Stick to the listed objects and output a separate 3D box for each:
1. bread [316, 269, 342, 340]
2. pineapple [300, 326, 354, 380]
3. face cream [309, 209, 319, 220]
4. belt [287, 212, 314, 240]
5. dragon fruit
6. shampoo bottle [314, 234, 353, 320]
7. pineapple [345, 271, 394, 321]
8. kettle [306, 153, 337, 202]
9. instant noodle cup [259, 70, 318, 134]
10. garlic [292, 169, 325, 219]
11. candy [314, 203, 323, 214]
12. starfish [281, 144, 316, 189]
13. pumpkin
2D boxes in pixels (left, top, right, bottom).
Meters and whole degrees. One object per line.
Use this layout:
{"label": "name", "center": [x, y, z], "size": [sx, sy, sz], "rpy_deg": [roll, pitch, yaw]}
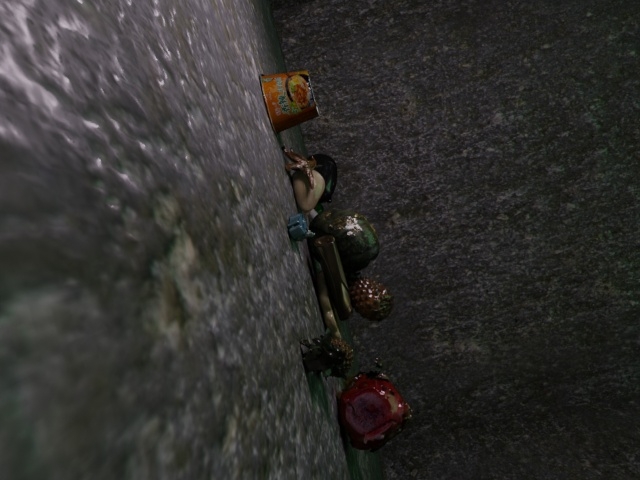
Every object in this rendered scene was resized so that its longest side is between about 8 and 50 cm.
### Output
{"label": "bread", "center": [0.035, 0.279, 1.835], "size": [0.316, 0.054, 0.316], "rpy_deg": [-14, 90, -87]}
{"label": "pineapple", "center": [0.025, 0.307, 1.157], "size": [0.277, 0.118, 0.130], "rpy_deg": [59, 37, -72]}
{"label": "face cream", "center": [0.003, -0.084, 2.234], "size": [0.182, 0.051, 0.072], "rpy_deg": [52, 8, 7]}
{"label": "belt", "center": [-0.069, -0.032, 1.403], "size": [0.179, 0.065, 0.100], "rpy_deg": [-77, 145, -77]}
{"label": "dragon fruit", "center": [0.182, 0.596, 1.522], "size": [0.269, 0.250, 0.291], "rpy_deg": [58, 3, 20]}
{"label": "shampoo bottle", "center": [0.060, 0.156, 1.720], "size": [0.125, 0.084, 0.350], "rpy_deg": [-122, -166, -71]}
{"label": "pineapple", "center": [0.158, 0.217, 1.864], "size": [0.361, 0.175, 0.175], "rpy_deg": [27, -37, 46]}
{"label": "kettle", "center": [-0.025, -0.352, 2.459], "size": [0.268, 0.207, 0.290], "rpy_deg": [39, 35, -31]}
{"label": "instant noodle cup", "center": [-0.113, -0.535, 1.628], "size": [0.230, 0.182, 0.231], "rpy_deg": [-13, 90, -85]}
{"label": "garlic", "center": [-0.060, -0.216, 1.844], "size": [0.245, 0.145, 0.164], "rpy_deg": [-96, -157, -49]}
{"label": "candy", "center": [-0.017, -0.178, 2.589], "size": [0.203, 0.078, 0.141], "rpy_deg": [-81, 158, -66]}
{"label": "starfish", "center": [-0.070, -0.309, 1.766], "size": [0.213, 0.057, 0.238], "rpy_deg": [-12, 59, -48]}
{"label": "pumpkin", "center": [0.097, -0.001, 1.862], "size": [0.327, 0.257, 0.292], "rpy_deg": [-9, -79, 54]}
